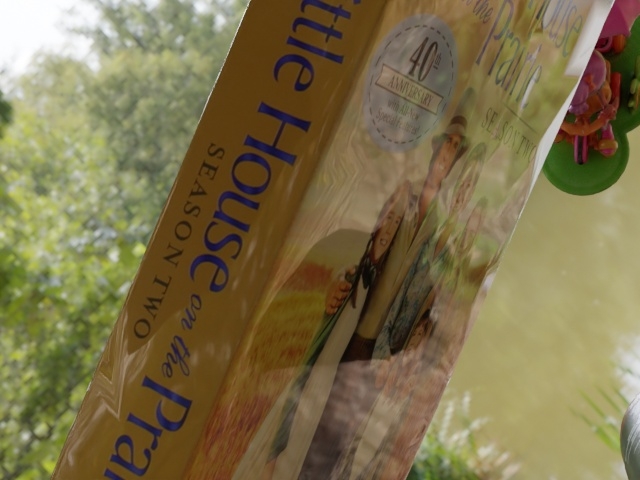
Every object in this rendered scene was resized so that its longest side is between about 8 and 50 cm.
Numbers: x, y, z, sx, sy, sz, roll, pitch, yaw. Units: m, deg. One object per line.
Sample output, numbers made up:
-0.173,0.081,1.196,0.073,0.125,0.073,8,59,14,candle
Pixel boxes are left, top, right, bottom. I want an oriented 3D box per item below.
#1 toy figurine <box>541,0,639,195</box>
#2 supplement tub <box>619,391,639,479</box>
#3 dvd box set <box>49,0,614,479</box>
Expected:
0.193,-0.132,0.927,0.159,0.130,0.173,27,-111,-72,toy figurine
0.252,0.162,0.787,0.106,0.106,0.198,-43,6,15,supplement tub
0.023,0.002,0.608,0.421,0.062,0.307,-67,-22,2,dvd box set
